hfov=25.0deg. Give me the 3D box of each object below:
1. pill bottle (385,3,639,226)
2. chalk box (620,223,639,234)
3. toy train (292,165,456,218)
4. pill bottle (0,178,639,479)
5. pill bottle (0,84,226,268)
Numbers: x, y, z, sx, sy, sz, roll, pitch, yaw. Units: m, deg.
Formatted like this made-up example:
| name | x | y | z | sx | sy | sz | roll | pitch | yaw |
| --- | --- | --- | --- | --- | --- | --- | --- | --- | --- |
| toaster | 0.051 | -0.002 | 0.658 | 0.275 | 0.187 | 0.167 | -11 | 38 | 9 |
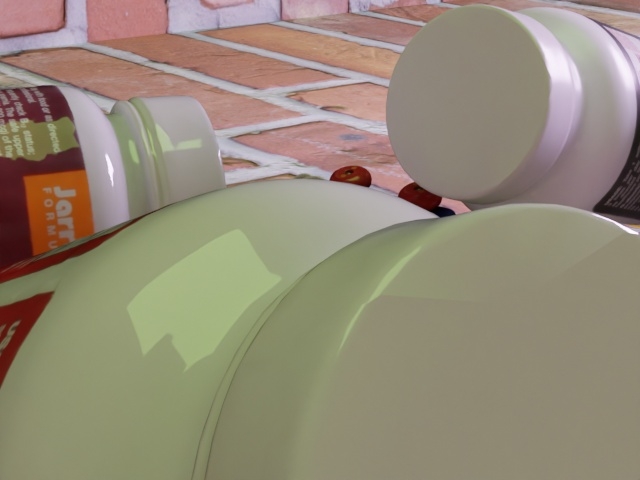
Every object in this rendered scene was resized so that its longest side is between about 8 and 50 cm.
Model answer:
| name | x | y | z | sx | sy | sz | roll | pitch | yaw |
| --- | --- | --- | --- | --- | --- | --- | --- | --- | --- |
| pill bottle | 0.239 | -0.107 | 1.383 | 0.210 | 0.210 | 0.363 | 15 | 5 | 39 |
| chalk box | 0.242 | 0.064 | 1.112 | 0.213 | 0.132 | 0.132 | 7 | 18 | 20 |
| toy train | 0.000 | 0.000 | 1.395 | 0.248 | 0.105 | 0.143 | 15 | 36 | 40 |
| pill bottle | -0.048 | 0.105 | 0.527 | 0.229 | 0.229 | 0.407 | -13 | -1 | -35 |
| pill bottle | -0.289 | -0.013 | 1.211 | 0.392 | 0.224 | 0.224 | -7 | 19 | -20 |
